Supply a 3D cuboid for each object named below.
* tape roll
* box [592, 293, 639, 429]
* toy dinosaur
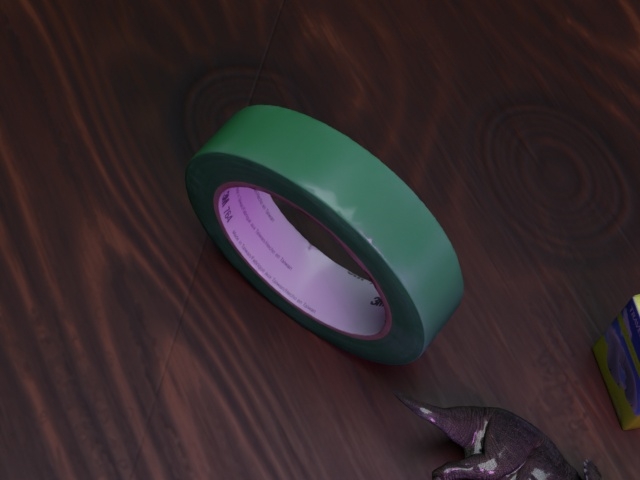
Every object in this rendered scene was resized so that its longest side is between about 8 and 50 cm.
[{"bbox_3d":[0.000,0.000,1.115,0.321,0.321,0.077,34,66,13],"label":"tape roll"},{"bbox_3d":[0.360,0.132,1.147,0.042,0.178,0.109,-11,64,-8],"label":"box"},{"bbox_3d":[0.213,0.259,1.130,0.314,0.121,0.160,34,54,18],"label":"toy dinosaur"}]
